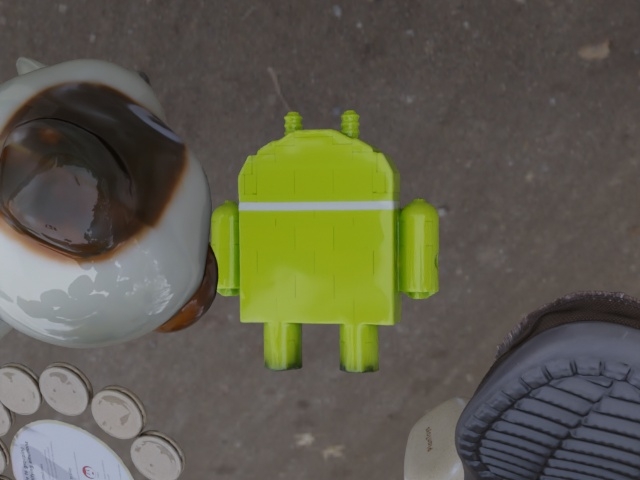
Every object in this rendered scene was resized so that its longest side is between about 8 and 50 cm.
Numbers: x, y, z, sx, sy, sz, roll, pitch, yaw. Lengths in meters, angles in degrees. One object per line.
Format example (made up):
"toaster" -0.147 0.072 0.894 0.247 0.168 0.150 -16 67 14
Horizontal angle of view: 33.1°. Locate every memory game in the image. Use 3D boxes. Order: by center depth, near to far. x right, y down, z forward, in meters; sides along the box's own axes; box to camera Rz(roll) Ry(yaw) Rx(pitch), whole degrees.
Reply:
"memory game" -0.160 0.158 0.714 0.186 0.012 0.186 10 120 18

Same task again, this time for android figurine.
"android figurine" 0.000 0.000 1.124 0.248 0.273 0.056 -2 180 16

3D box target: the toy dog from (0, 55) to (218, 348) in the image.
"toy dog" -0.283 -0.010 0.799 0.408 0.395 0.284 -12 143 13

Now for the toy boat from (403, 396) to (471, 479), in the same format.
"toy boat" 0.282 0.350 1.808 0.318 0.267 0.148 -39 108 23

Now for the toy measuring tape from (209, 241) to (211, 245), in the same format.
"toy measuring tape" -0.275 -0.031 1.359 0.330 0.121 0.121 23 135 -26

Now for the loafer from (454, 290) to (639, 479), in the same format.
"loafer" 0.165 0.120 0.759 0.133 0.130 0.366 17 151 7
